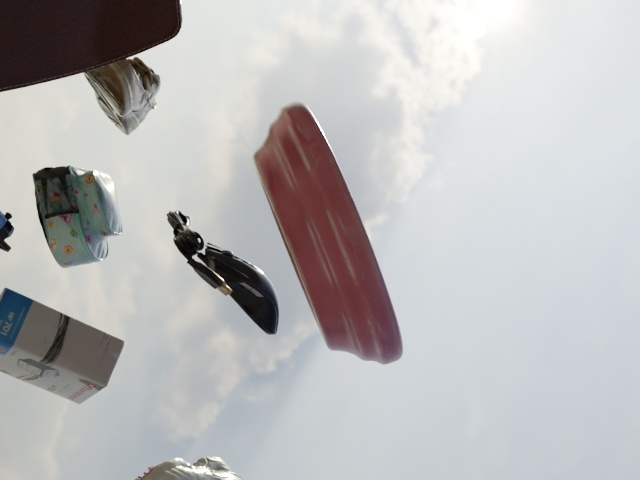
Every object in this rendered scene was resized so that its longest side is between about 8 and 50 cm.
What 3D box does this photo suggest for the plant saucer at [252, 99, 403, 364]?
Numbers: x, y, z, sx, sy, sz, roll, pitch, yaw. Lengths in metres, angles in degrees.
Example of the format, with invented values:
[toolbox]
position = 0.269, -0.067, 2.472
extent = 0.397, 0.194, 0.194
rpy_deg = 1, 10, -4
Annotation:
[plant saucer]
position = 0.000, 0.000, 1.166
extent = 0.084, 0.332, 0.332
rpy_deg = -21, -141, -3

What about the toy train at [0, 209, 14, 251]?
[toy train]
position = -0.619, -0.042, 1.734
extent = 0.080, 0.184, 0.105
rpy_deg = 17, -118, 41

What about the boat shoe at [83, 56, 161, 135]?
[boat shoe]
position = -0.367, -0.300, 1.843
extent = 0.110, 0.122, 0.341
rpy_deg = -41, -179, -11

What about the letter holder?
[letter holder]
position = -0.326, -0.303, 1.090
extent = 0.152, 0.301, 0.215
rpy_deg = 43, -34, 43

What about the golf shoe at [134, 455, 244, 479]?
[golf shoe]
position = -0.188, 0.408, 1.503
extent = 0.140, 0.306, 0.115
rpy_deg = 26, -83, 25

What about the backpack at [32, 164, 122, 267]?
[backpack]
position = -0.458, -0.044, 1.856
extent = 0.166, 0.144, 0.189
rpy_deg = 48, 37, -87

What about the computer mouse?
[computer mouse]
position = -0.130, 0.054, 1.502
extent = 0.060, 0.262, 0.184
rpy_deg = -40, -161, 2

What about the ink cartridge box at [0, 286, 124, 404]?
[ink cartridge box]
position = -0.406, 0.159, 1.434
extent = 0.139, 0.190, 0.082
rpy_deg = -35, -148, 54
